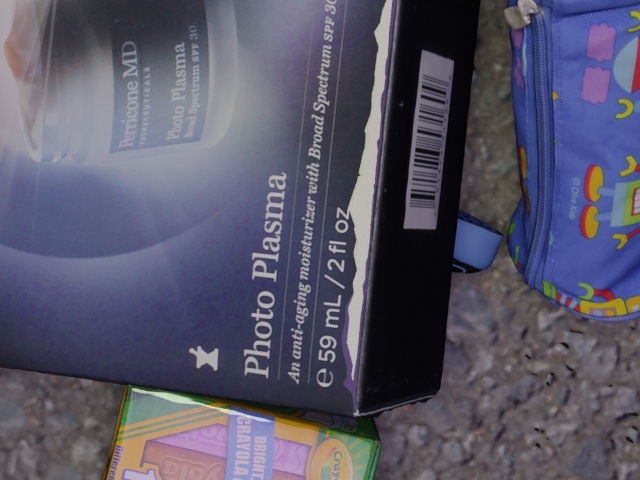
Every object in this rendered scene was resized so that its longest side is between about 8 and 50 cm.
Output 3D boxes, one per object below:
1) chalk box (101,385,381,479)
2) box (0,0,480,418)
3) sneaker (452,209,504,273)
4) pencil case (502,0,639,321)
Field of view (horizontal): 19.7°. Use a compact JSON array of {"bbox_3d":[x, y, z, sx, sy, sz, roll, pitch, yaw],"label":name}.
[{"bbox_3d":[-0.035,0.164,1.202,0.213,0.132,0.132,13,95,-5],"label":"chalk box"},{"bbox_3d":[-0.076,-0.062,1.088,0.294,0.182,0.296,6,92,19],"label":"box"},{"bbox_3d":[0.000,0.000,1.218,0.232,0.081,0.090,15,97,2],"label":"sneaker"},{"bbox_3d":[0.170,-0.085,1.117,0.133,0.119,0.306,-28,140,-20],"label":"pencil case"}]
